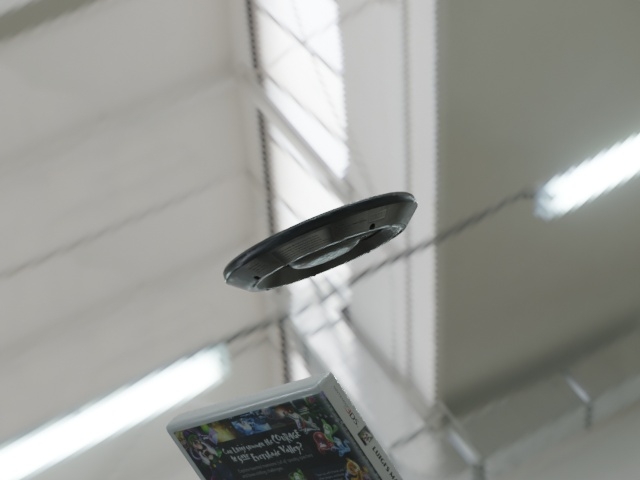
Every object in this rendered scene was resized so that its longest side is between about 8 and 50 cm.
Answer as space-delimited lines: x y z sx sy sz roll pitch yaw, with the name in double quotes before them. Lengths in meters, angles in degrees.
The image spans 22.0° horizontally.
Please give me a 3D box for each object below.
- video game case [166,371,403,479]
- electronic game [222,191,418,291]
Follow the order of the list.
"video game case" -0.010 0.187 1.220 0.190 0.173 0.022 -21 17 48
"electronic game" 0.000 0.000 1.814 0.229 0.048 0.229 -22 -8 -3
